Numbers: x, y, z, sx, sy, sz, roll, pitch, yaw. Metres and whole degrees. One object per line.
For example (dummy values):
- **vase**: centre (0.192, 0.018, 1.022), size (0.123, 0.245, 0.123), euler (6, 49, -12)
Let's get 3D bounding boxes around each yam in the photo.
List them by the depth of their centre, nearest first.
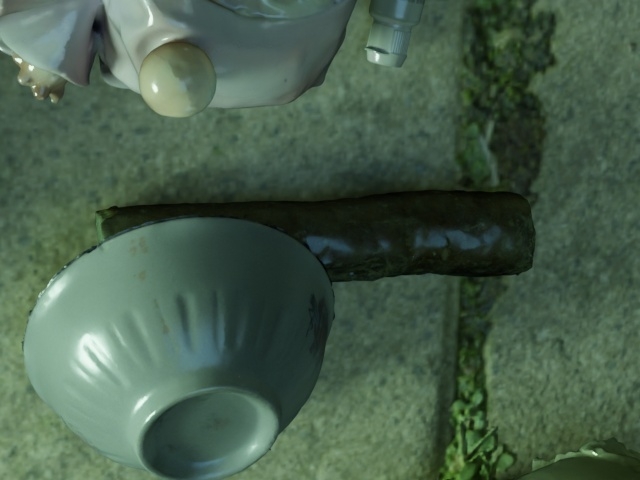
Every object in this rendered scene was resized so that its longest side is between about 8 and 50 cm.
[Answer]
- **yam**: centre (0.000, 0.000, 0.873), size (0.274, 0.061, 0.061), euler (-3, 110, -19)

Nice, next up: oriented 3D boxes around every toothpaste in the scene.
- **toothpaste**: centre (0.058, -0.196, 0.840), size (0.048, 0.031, 0.190), euler (8, 104, -21)

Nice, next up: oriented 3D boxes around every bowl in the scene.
- **bowl**: centre (-0.071, 0.082, 0.825), size (0.189, 0.086, 0.189), euler (-11, 135, -11)

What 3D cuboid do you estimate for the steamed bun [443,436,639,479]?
- **steamed bun**: centre (0.142, 0.295, 0.904), size (0.233, 0.312, 0.333), euler (30, 93, -26)

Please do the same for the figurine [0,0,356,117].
- **figurine**: centre (-0.103, -0.139, 0.738), size (0.276, 0.200, 0.133), euler (5, 149, -22)
